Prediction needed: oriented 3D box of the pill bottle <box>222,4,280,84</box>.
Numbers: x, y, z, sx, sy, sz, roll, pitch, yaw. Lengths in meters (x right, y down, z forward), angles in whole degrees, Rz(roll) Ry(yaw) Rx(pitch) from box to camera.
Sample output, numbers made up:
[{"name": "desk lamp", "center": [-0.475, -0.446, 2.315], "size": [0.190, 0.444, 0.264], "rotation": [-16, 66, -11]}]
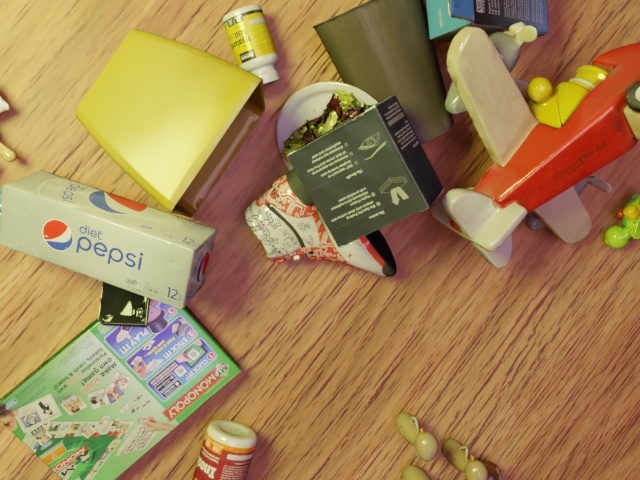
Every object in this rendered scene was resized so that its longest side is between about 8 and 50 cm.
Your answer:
[{"name": "pill bottle", "center": [-0.104, -0.300, 0.983], "size": [0.065, 0.065, 0.116], "rotation": [-22, 101, -10]}]

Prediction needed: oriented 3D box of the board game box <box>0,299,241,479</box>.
[{"name": "board game box", "center": [-0.316, 0.232, 1.002], "size": [0.317, 0.046, 0.213], "rotation": [-40, 104, -7]}]

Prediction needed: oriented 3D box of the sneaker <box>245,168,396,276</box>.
[{"name": "sneaker", "center": [-0.001, -0.001, 1.037], "size": [0.145, 0.090, 0.270], "rotation": [-34, 127, 21]}]

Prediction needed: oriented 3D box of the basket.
[{"name": "basket", "center": [0.112, -0.264, 0.994], "size": [0.204, 0.154, 0.227], "rotation": [-38, 112, -40]}]

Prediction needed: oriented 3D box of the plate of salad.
[{"name": "plate of salad", "center": [0.021, -0.149, 0.986], "size": [0.200, 0.048, 0.200], "rotation": [10, 125, 16]}]

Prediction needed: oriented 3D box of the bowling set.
[{"name": "bowling set", "center": [0.247, 0.432, 1.102], "size": [0.200, 0.154, 0.287], "rotation": [-10, 99, -12]}]

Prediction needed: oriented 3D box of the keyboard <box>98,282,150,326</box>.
[{"name": "keyboard", "center": [-0.277, 0.042, 0.967], "size": [0.108, 0.023, 0.180], "rotation": [1, 79, 8]}]

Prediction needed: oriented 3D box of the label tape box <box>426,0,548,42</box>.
[{"name": "label tape box", "center": [0.222, -0.428, 0.940], "size": [0.334, 0.106, 0.240], "rotation": [-15, 101, -47]}]

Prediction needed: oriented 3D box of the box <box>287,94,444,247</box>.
[{"name": "box", "center": [0.065, -0.097, 0.901], "size": [0.156, 0.093, 0.158], "rotation": [-24, 100, 31]}]

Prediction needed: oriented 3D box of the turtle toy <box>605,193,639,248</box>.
[{"name": "turtle toy", "center": [0.590, -0.035, 1.176], "size": [0.130, 0.066, 0.095], "rotation": [-42, 104, -5]}]

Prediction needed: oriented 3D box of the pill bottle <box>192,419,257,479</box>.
[{"name": "pill bottle", "center": [-0.163, 0.381, 1.034], "size": [0.086, 0.086, 0.152], "rotation": [15, 92, -15]}]

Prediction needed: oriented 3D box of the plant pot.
[{"name": "plant pot", "center": [-0.216, -0.175, 0.908], "size": [0.187, 0.212, 0.212], "rotation": [35, 88, -4]}]

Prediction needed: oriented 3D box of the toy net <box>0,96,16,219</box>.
[{"name": "toy net", "center": [-0.503, -0.122, 0.921], "size": [0.122, 0.045, 0.232], "rotation": [-6, 96, -11]}]

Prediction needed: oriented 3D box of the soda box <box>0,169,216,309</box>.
[{"name": "soda box", "center": [-0.301, -0.006, 0.898], "size": [0.286, 0.091, 0.098], "rotation": [18, 113, 5]}]

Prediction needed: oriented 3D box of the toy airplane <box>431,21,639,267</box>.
[{"name": "toy airplane", "center": [0.334, -0.149, 1.001], "size": [0.384, 0.272, 0.386], "rotation": [-3, 132, -15]}]
